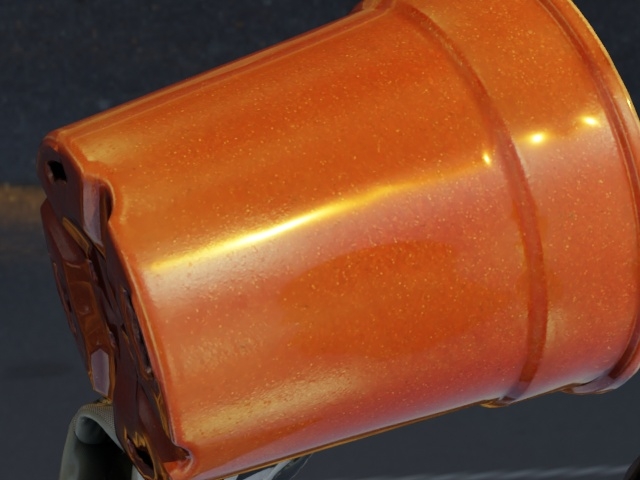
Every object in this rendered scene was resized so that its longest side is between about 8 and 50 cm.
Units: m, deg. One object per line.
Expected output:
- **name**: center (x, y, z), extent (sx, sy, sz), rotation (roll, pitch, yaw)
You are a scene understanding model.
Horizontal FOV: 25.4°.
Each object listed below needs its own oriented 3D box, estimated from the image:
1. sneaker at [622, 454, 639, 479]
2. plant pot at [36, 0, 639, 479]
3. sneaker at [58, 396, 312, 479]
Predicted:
- **sneaker**: center (0.159, 0.129, 0.556), extent (0.127, 0.126, 0.321), rotation (12, 140, 30)
- **plant pot**: center (0.000, 0.000, 0.787), extent (0.265, 0.272, 0.272), rotation (-19, 163, -21)
- **sneaker**: center (-0.096, 0.132, 1.010), extent (0.122, 0.330, 0.146), rotation (10, 147, 38)
